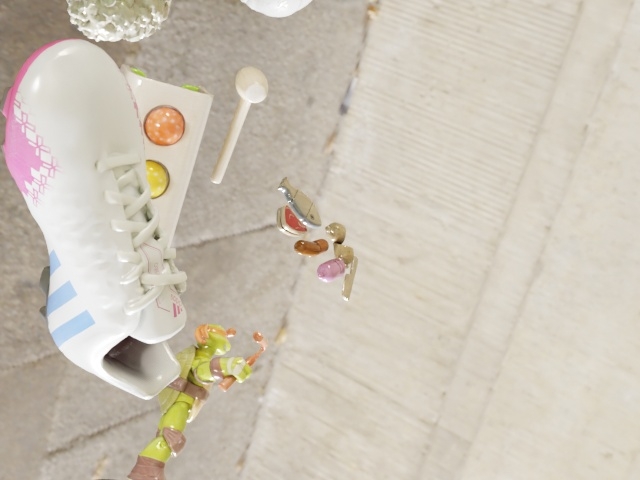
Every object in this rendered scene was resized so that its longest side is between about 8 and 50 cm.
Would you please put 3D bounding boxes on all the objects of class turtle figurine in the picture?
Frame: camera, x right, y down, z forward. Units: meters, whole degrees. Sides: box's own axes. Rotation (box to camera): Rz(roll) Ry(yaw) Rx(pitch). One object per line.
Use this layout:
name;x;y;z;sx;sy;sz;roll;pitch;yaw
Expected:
turtle figurine;-0.151;0.179;1.180;0.269;0.087;0.217;-18;-133;66

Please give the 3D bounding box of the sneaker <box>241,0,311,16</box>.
sneaker;-0.004;-0.229;0.575;0.095;0.090;0.235;11;70;-30

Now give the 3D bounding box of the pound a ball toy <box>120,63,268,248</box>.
pound a ball toy;-0.208;-0.111;1.482;0.208;0.136;0.319;14;104;-21

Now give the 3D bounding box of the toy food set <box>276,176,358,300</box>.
toy food set;0.000;0.000;0.994;0.122;0.019;0.078;44;41;-29

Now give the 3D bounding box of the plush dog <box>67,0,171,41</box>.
plush dog;-0.228;-0.350;0.974;0.225;0.262;0.210;12;145;-30

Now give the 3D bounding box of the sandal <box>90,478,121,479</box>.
sandal;-0.123;0.274;0.625;0.097;0.254;0.054;-19;167;1

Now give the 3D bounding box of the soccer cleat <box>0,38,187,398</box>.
soccer cleat;-0.158;-0.004;0.821;0.116;0.143;0.331;-39;150;-34
